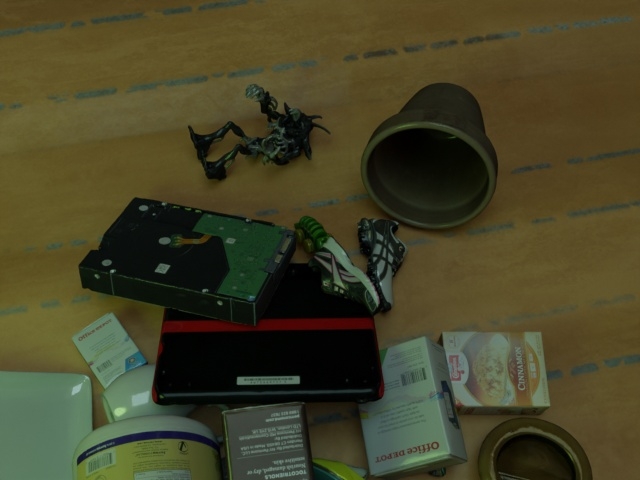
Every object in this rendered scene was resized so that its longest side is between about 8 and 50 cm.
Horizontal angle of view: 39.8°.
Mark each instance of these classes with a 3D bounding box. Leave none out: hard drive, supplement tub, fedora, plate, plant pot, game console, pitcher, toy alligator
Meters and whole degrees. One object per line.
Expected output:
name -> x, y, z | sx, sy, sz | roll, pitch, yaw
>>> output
hard drive -> -0.238, 0.033, 1.633 | 0.339, 0.064, 0.237 | 10, 38, 12
supplement tub -> -0.258, 0.465, 1.368 | 0.241, 0.241, 0.331 | -8, 56, -7
fedora -> 0.368, 0.405, 1.539 | 0.194, 0.079, 0.194 | -2, 61, 3
plate -> -0.521, 0.349, 1.485 | 0.278, 0.045, 0.277 | 7, 51, -28
plant pot -> 0.228, -0.193, 1.751 | 0.263, 0.263, 0.229 | 15, 47, 5
game console -> -0.092, 0.163, 1.575 | 0.387, 0.060, 0.342 | -1, 39, -3
pitcher -> -0.260, 0.294, 1.550 | 0.207, 0.125, 0.177 | -18, 78, -24
toy alligator -> 0.000, 0.000, 1.697 | 0.056, 0.051, 0.189 | -16, 39, -24

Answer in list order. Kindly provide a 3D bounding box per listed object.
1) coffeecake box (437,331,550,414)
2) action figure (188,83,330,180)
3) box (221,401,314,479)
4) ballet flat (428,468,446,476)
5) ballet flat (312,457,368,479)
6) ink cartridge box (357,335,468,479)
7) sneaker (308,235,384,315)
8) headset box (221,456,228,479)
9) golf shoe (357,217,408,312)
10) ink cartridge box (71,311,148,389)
coffeecake box -> 0.314, 0.243, 1.621 | 0.186, 0.068, 0.142 | 0, 65, -2
action figure -> -0.117, -0.217, 1.790 | 0.276, 0.141, 0.164 | -20, 65, -8
box -> -0.070, 0.456, 1.395 | 0.143, 0.191, 0.381 | -5, 76, -6
ballet flat -> 0.199, 0.364, 1.576 | 0.041, 0.041, 0.114 | 1, 63, -2
ballet flat -> 0.075, 0.436, 1.517 | 0.231, 0.077, 0.077 | 32, 44, 20
ink cartridge box -> 0.153, 0.296, 1.543 | 0.154, 0.093, 0.212 | -21, 60, 22
sneaker -> 0.044, 0.079, 1.599 | 0.077, 0.072, 0.178 | -38, 54, -4
headset box -> -0.160, 0.410, 1.537 | 0.083, 0.032, 0.062 | -26, 67, -14
golf shoe -> 0.130, 0.041, 1.708 | 0.094, 0.077, 0.198 | -7, 66, -6
ink cartridge box -> -0.383, 0.207, 1.616 | 0.088, 0.052, 0.122 | -33, 71, -17
